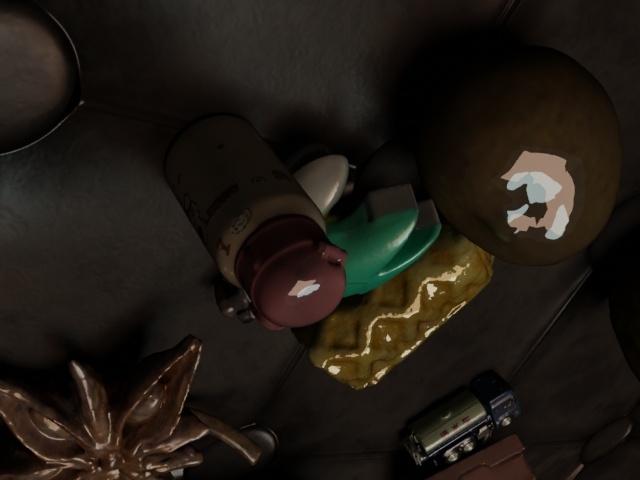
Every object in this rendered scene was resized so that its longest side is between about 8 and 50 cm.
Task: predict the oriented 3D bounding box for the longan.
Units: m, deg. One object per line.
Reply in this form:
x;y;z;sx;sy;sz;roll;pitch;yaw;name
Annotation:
0.218;-0.090;0.921;0.246;0.246;0.215;-14;169;-25;longan

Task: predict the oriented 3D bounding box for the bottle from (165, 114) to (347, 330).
-0.058;-0.015;0.791;0.110;0.233;0.110;-19;136;-19;bottle

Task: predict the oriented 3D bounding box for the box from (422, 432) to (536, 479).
0.246;0.441;1.485;0.215;0.086;0.215;-22;158;-16;box

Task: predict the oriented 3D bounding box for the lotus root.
0.568;0.084;1.315;0.267;0.260;0.149;-38;139;20;lotus root

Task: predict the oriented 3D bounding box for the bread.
0.101;0.065;1.054;0.268;0.130;0.152;-41;-178;3;bread

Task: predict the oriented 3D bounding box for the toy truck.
0.230;0.297;1.409;0.202;0.074;0.088;-30;130;-8;toy truck

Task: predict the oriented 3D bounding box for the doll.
-0.005;-0.008;0.925;0.258;0.153;0.195;-16;156;0;doll

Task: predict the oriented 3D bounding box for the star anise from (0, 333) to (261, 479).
-0.239;0.223;0.981;0.350;0.109;0.292;-10;140;-14;star anise
